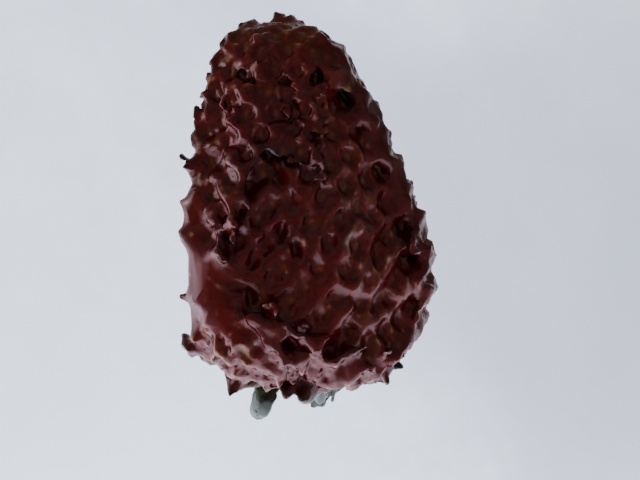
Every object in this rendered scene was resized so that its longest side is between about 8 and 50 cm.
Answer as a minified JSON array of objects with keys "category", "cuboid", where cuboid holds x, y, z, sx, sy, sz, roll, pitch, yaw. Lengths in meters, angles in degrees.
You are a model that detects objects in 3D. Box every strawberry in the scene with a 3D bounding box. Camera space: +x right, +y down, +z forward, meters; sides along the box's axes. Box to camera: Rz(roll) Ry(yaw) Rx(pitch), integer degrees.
[{"category":"strawberry","cuboid":[0.000,0.000,0.807,0.188,0.286,0.106,-24,-154,-33]}]
